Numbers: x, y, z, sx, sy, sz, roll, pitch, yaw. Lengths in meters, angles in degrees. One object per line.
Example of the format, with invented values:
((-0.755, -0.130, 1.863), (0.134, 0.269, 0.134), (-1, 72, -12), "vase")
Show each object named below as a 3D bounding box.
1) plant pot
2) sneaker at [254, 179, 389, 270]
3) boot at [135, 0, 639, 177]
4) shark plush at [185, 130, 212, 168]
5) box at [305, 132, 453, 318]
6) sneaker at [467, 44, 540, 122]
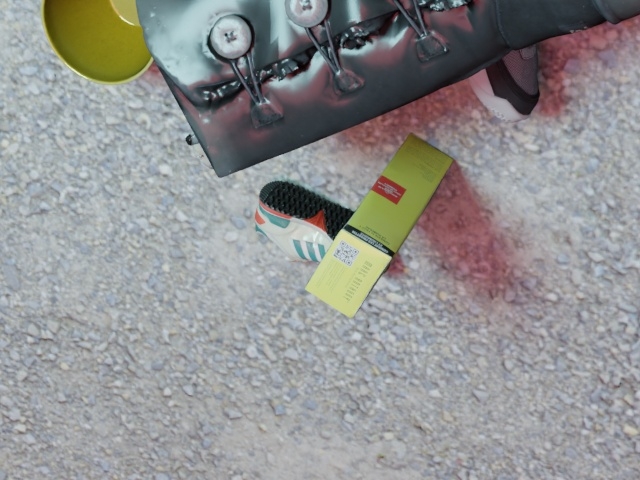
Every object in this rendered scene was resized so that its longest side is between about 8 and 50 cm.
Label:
((-0.209, -0.241, 1.707), (0.134, 0.095, 0.134), (10, 119, 18), "plant pot")
((0.000, 0.000, 1.782), (0.161, 0.057, 0.075), (28, 140, 4), "sneaker")
((0.030, -0.295, 1.468), (0.445, 0.146, 0.367), (-19, 91, 27), "boot")
((-0.076, -0.140, 1.751), (0.161, 0.073, 0.067), (-38, 119, 12), "shark plush")
((0.062, -0.019, 1.632), (0.058, 0.232, 0.087), (33, 124, 3), "box")
((0.203, -0.241, 1.536), (0.153, 0.101, 0.269), (-4, 112, 26), "sneaker")
